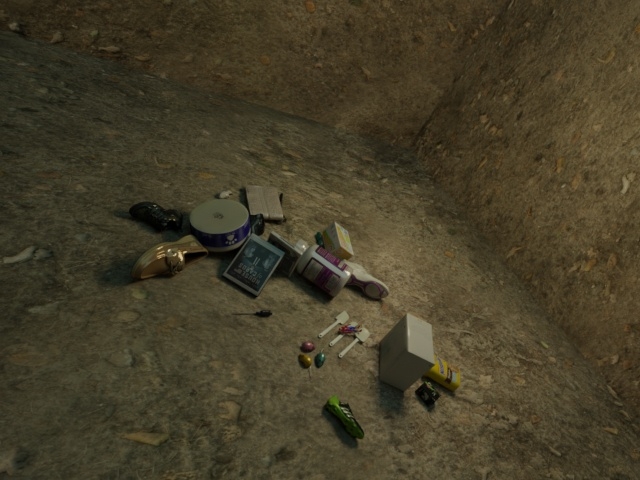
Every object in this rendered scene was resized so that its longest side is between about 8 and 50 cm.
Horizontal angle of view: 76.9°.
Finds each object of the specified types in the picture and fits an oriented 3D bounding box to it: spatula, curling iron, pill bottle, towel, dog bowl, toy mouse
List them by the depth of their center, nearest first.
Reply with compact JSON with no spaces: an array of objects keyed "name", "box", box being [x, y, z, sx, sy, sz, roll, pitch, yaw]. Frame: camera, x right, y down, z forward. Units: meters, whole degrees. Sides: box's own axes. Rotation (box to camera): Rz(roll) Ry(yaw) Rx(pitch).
[{"name":"toy mouse","box":[-0.026,0.456,1.636,0.143,0.031,0.161,-9,51,-44]},{"name":"spatula","box":[0.107,0.418,1.802,0.168,0.019,0.242,43,35,15]},{"name":"dog bowl","box":[-0.453,-0.072,1.824,0.265,0.104,0.265,2,41,-2]},{"name":"pill bottle","box":[-0.007,0.125,1.948,0.301,0.169,0.169,35,34,4]},{"name":"towel","box":[-0.312,-0.213,2.213,0.187,0.049,0.282,0,43,-20]},{"name":"curling iron","box":[-0.226,-0.178,2.276,0.068,0.035,0.274,13,39,-15]}]

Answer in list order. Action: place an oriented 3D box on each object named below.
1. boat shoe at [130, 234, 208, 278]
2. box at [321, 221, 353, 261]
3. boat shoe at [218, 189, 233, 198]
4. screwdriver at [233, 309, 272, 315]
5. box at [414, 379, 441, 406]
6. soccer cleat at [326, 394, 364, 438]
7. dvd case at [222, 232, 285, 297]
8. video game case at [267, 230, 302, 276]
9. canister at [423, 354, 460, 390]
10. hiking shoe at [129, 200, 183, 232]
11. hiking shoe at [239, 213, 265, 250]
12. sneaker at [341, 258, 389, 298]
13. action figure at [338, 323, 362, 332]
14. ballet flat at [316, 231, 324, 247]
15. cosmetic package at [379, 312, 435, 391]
[{"name":"boat shoe","box":[-0.586,0.074,1.600,0.110,0.121,0.341,38,33,11]},{"name":"box","box":[0.092,0.016,2.197,0.114,0.103,0.203,35,28,-34]},{"name":"boat shoe","box":[-0.501,-0.240,2.143,0.035,0.035,0.100,35,27,9]},{"name":"screwdriver","box":[-0.277,0.295,1.654,0.170,0.024,0.025,9,69,-27]},{"name":"box","box":[0.465,0.661,1.744,0.062,0.052,0.083,-16,58,-48]},{"name":"soccer cleat","box":[0.099,0.643,1.476,0.179,0.060,0.072,42,34,19]},{"name":"dvd case","box":[-0.290,0.105,1.773,0.179,0.029,0.239,31,64,0]},{"name":"video game case","box":[-0.183,0.066,1.866,0.173,0.190,0.022,36,47,6]},{"name":"canister","box":[0.558,0.605,1.871,0.170,0.073,0.126,31,34,-4]},{"name":"hiking shoe","box":[-0.708,-0.097,1.751,0.227,0.086,0.114,11,36,-30]},{"name":"hiking shoe","box":[-0.354,-0.007,1.929,0.132,0.113,0.304,0,43,7]},{"name":"sneaker","box":[0.228,0.190,2.097,0.305,0.114,0.152,29,35,-5]},{"name":"action figure","box":[0.132,0.397,1.811,0.115,0.030,0.038,3,45,-29]},{"name":"ballet flat","box":[0.000,0.000,2.236,0.041,0.041,0.114,16,37,-22]},{"name":"cosmetic package","box":[0.368,0.481,1.741,0.138,0.224,0.225,26,34,-9]}]
